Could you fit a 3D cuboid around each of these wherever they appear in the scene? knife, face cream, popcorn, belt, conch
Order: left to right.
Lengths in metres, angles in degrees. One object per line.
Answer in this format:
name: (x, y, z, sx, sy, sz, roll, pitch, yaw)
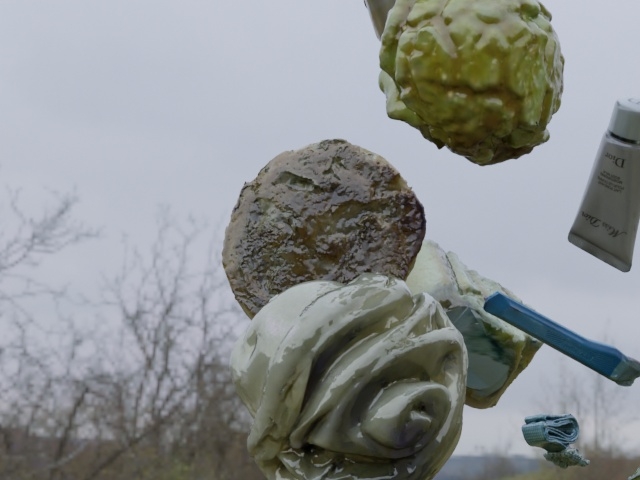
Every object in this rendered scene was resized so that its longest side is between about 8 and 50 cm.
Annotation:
conch: (0.144, -0.511, 2.104, 0.127, 0.255, 0.158, -18, 29, 5)
popcorn: (0.202, -0.241, 1.451, 0.282, 0.246, 0.282, 18, -1, 0)
belt: (0.417, 0.359, 1.895, 0.065, 0.100, 0.179, -14, -18, 34)
knife: (0.321, 0.128, 1.356, 0.297, 0.026, 0.044, 28, -65, -28)
face cream: (0.537, -0.105, 1.899, 0.089, 0.314, 0.143, -21, 40, -38)

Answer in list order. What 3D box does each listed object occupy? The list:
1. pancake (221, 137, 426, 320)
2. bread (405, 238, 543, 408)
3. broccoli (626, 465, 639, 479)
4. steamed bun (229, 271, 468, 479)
pancake: (0.000, -0.001, 1.734, 0.356, 0.356, 0.065, 0, -12, 12)
bread: (0.298, 0.189, 2.364, 0.395, 0.239, 0.264, 36, 16, -2)
broccoli: (0.392, 0.448, 1.406, 0.353, 0.396, 0.275, -15, 10, 1)
steamed bun: (0.054, 0.230, 1.491, 0.339, 0.352, 0.247, -8, 22, -11)
